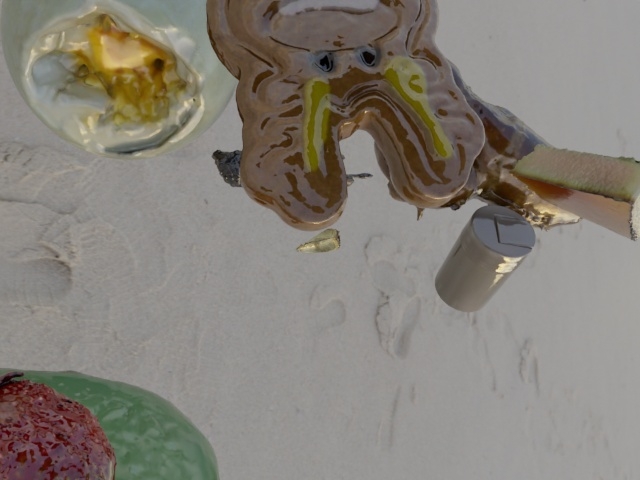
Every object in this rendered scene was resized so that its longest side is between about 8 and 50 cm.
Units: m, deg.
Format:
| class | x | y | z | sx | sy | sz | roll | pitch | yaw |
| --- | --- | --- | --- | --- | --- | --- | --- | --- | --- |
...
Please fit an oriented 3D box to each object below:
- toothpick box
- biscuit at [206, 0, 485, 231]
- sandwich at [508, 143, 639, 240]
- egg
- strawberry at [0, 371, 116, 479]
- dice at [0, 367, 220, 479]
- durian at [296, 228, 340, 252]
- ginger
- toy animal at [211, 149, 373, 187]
| class | x | y | z | sx | sy | sz | roll | pitch | yaw |
| --- | --- | --- | --- | --- | --- | --- | --- | --- | --- |
| toothpick box | 0.278 | 0.035 | 0.914 | 0.111 | 0.111 | 0.180 | -49 | 165 | -36 |
| biscuit | 0.007 | -0.152 | 0.394 | 0.186 | 0.044 | 0.295 | -12 | 70 | -15 |
| sandwich | 0.306 | -0.069 | 0.629 | 0.193 | 0.162 | 0.058 | 20 | 100 | -57 |
| egg | -0.237 | -0.270 | 0.680 | 0.278 | 0.278 | 0.336 | 49 | 23 | -41 |
| strawberry | -0.164 | 0.129 | 0.283 | 0.106 | 0.106 | 0.106 | -6 | 97 | -50 |
| dice | -0.271 | 0.323 | 0.435 | 0.323 | 0.318 | 0.330 | 16 | 113 | -18 |
| durian | 0.002 | 0.010 | 1.206 | 0.066 | 0.130 | 0.052 | -35 | 102 | -47 |
| ginger | 0.278 | -0.120 | 0.932 | 0.418 | 0.176 | 0.254 | 28 | 111 | -14 |
| toy animal | -0.036 | -0.090 | 0.724 | 0.220 | 0.086 | 0.069 | -1 | 95 | -10 |
